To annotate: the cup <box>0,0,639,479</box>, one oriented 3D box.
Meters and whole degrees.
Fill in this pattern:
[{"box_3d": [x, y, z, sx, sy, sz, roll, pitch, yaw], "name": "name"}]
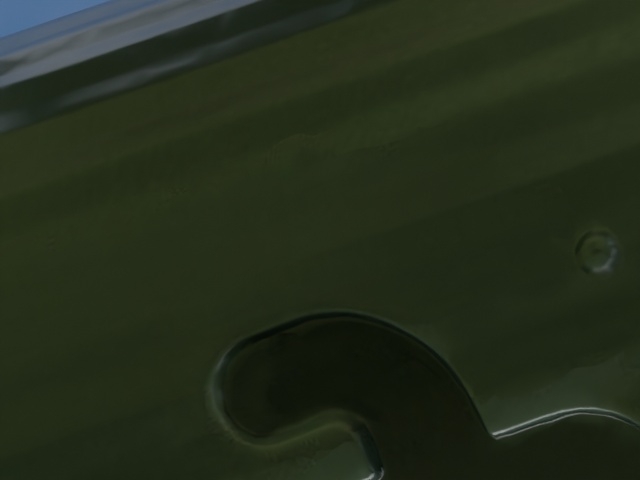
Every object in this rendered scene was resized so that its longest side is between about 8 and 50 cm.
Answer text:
[{"box_3d": [0.001, 0.019, 0.506, 0.392, 0.401, 0.310, -21, -141, 18], "name": "cup"}]
